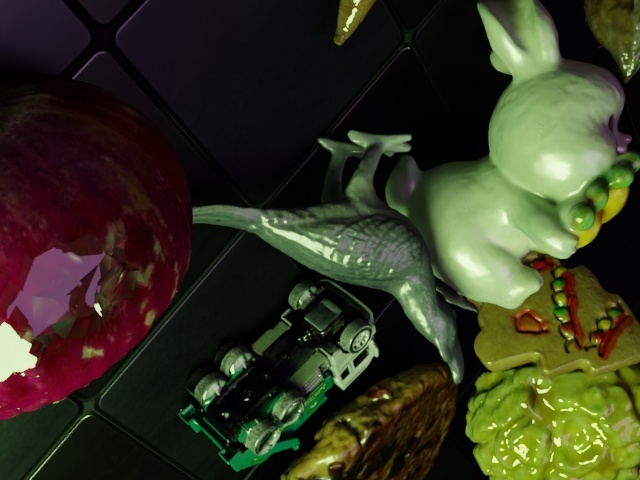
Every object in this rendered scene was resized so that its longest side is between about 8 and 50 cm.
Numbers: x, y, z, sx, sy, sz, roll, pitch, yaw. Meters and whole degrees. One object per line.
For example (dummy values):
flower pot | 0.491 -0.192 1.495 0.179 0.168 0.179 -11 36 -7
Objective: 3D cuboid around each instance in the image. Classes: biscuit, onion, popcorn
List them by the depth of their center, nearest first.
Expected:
onion | -0.207 0.005 0.673 0.272 0.230 0.256 41 81 -38
biscuit | 0.045 0.274 1.102 0.334 0.081 0.289 -24 138 -46
biscuit | 0.304 0.096 1.175 0.041 0.239 0.212 93 21 -51
popcorn | 0.331 0.238 1.250 0.258 0.270 0.224 -21 93 -28

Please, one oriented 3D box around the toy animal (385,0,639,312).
toy animal | 0.216 -0.089 1.006 0.183 0.247 0.310 -9 133 -57

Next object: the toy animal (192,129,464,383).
toy animal | 0.025 -0.023 0.920 0.367 0.081 0.206 28 66 -19

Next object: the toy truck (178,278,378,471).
toy truck | -0.036 0.150 0.987 0.216 0.110 0.116 -43 146 -18

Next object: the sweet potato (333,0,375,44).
sweet potato | 0.094 -0.311 0.897 0.281 0.059 0.067 -46 164 -11

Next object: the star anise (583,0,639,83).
star anise | 0.328 -0.324 0.987 0.332 0.118 0.331 12 74 -48
